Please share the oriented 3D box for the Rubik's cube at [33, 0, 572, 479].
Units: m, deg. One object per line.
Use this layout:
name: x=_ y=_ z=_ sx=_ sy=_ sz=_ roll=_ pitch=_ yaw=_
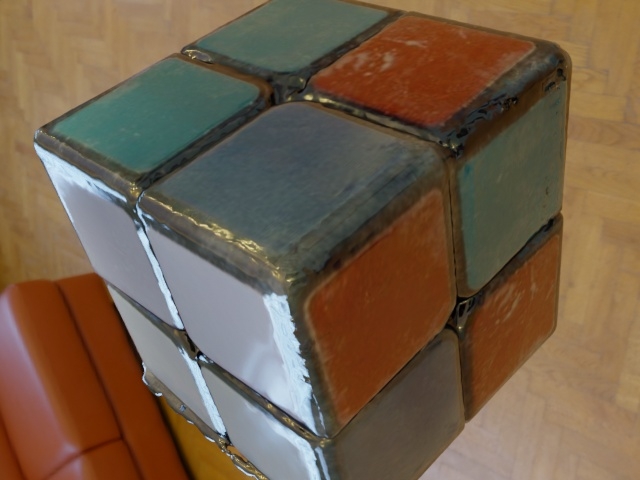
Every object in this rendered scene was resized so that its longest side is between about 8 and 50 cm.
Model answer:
Rubik's cube: x=0.000 y=0.000 z=0.645 sx=0.316 sy=0.318 sz=0.313 roll=26 pitch=143 yaw=37
